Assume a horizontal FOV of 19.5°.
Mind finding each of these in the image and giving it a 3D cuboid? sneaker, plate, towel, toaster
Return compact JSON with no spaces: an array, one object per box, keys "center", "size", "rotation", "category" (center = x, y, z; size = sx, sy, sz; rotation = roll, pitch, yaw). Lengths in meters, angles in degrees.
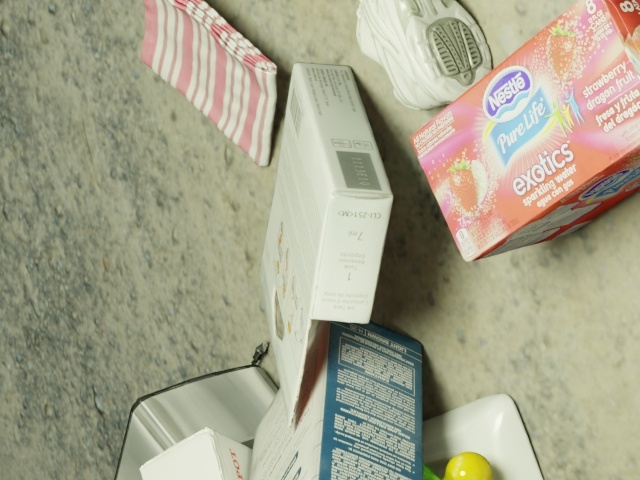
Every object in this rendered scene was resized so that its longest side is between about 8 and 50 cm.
[{"center":[0.060,-0.217,1.637],"size":[0.115,0.090,0.232],"rotation":[-24,81,55],"category":"sneaker"},{"center":[0.127,0.305,1.755],"size":[0.277,0.045,0.278],"rotation":[-27,80,52],"category":"plate"},{"center":[-0.115,-0.173,1.870],"size":[0.197,0.029,0.144],"rotation":[42,151,26],"category":"towel"},{"center":[-0.115,0.221,1.929],"size":[0.110,0.168,0.185],"rotation":[46,135,34],"category":"toaster"}]

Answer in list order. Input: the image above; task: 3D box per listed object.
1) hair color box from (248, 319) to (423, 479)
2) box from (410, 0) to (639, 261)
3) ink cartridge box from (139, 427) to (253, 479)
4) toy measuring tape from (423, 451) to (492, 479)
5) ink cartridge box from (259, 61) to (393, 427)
[{"center":[0.009,0.225,1.643],"size":[0.174,0.105,0.347],"rotation":[-61,11,27],"category":"hair color box"},{"center":[0.205,-0.094,1.461],"size":[0.257,0.128,0.122],"rotation":[-38,71,50],"category":"box"},{"center":[-0.065,0.293,1.802],"size":[0.092,0.218,0.158],"rotation":[-30,56,16],"category":"ink cartridge box"},{"center":[0.077,0.341,1.643],"size":[0.121,0.121,0.330],"rotation":[28,92,43],"category":"toy measuring tape"},{"center":[0.000,0.000,1.697],"size":[0.275,0.060,0.238],"rotation":[-104,20,-60],"category":"ink cartridge box"}]
